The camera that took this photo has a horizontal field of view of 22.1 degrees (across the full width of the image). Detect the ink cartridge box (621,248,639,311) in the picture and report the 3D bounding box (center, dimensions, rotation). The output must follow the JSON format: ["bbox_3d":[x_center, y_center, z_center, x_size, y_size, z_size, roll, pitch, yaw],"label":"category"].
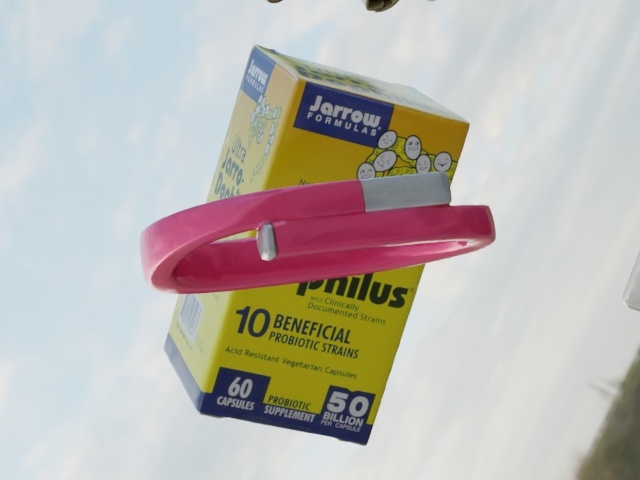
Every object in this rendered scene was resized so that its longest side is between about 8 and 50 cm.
[{"bbox_3d":[0.392,-0.084,1.460,0.307,0.129,0.223,-53,-19,-50],"label":"ink cartridge box"}]

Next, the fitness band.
[{"bbox_3d":[0.000,0.000,1.319,0.209,0.290,0.054,145,118,-68],"label":"fitness band"}]

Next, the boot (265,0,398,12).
[{"bbox_3d":[0.025,-0.359,2.213,0.213,0.165,0.077,-32,-40,2],"label":"boot"}]

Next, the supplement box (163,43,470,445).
[{"bbox_3d":[-0.011,0.003,1.709,0.195,0.194,0.357,-135,59,-67],"label":"supplement box"}]
